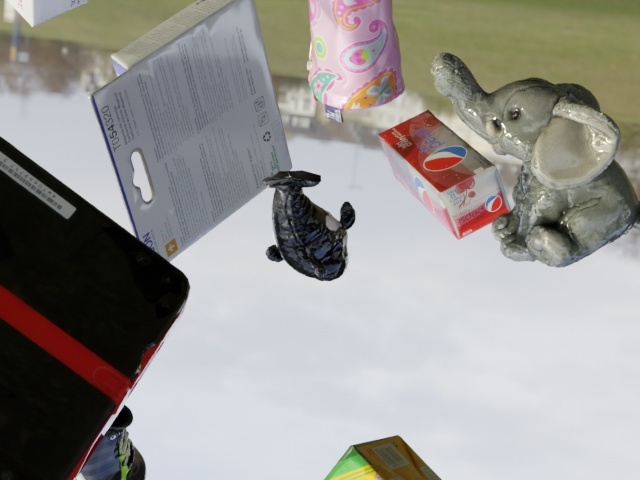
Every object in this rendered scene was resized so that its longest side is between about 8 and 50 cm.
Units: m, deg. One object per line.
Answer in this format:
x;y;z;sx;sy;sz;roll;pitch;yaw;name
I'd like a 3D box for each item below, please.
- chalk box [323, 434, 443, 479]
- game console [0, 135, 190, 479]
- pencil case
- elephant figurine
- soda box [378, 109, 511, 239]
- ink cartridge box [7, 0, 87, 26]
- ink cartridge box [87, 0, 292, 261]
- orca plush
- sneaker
0.057;0.459;1.957;0.179;0.289;0.180;43;-164;22;chalk box
-0.333;0.043;1.145;0.386;0.060;0.342;38;-136;-9;game console
0.031;-0.290;1.535;0.124;0.284;0.124;-4;-150;2;pencil case
0.248;-0.103;1.417;0.186;0.239;0.169;-27;-151;-32;elephant figurine
0.176;-0.100;1.916;0.092;0.083;0.263;-27;-152;-5;soda box
-0.531;-0.552;2.248;0.129;0.223;0.307;-34;-112;-30;ink cartridge box
-0.197;-0.164;1.952;0.071;0.324;0.330;22;-132;38;ink cartridge box
0.000;0.000;1.986;0.151;0.287;0.102;-19;-122;-12;orca plush
-0.248;0.229;1.504;0.097;0.084;0.235;-18;143;19;sneaker
